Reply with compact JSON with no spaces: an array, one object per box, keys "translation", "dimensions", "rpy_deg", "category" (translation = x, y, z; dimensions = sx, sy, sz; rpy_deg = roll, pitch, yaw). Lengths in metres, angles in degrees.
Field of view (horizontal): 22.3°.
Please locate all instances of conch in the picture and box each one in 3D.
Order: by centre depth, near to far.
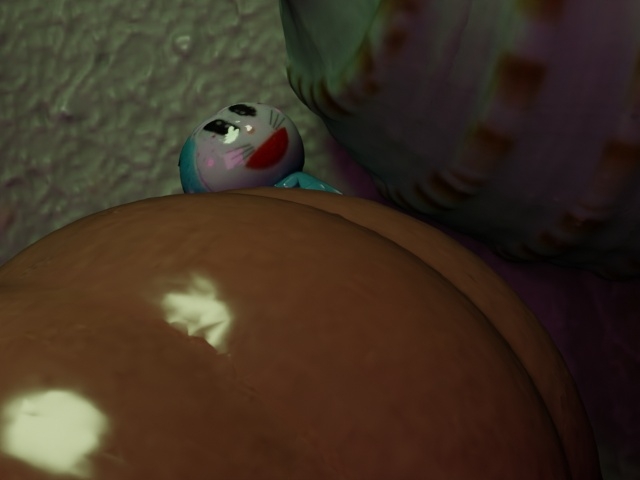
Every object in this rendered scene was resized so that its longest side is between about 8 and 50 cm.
[{"translation":[0.117,-0.137,0.537],"dimensions":[0.319,0.215,0.302],"rpy_deg":[6,89,12],"category":"conch"}]

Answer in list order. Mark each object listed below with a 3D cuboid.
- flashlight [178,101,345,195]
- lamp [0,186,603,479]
[{"translation":[0.000,0.000,0.609],"dimensions":[0.129,0.051,0.051],"rpy_deg":[44,88,9],"category":"flashlight"},{"translation":[-0.067,0.105,0.460],"dimensions":[0.239,0.305,0.305],"rpy_deg":[43,87,9],"category":"lamp"}]
